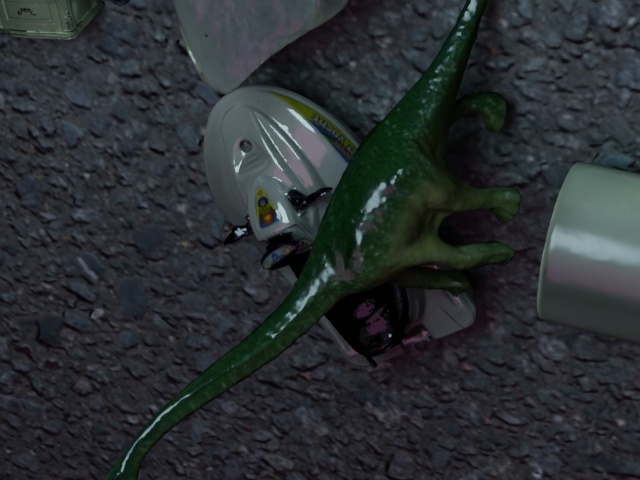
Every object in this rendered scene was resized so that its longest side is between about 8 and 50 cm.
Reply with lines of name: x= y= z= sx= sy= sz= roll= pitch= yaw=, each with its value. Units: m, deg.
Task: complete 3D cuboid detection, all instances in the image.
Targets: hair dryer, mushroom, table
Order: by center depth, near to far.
mushroom: x=-0.087 y=-0.277 z=1.350 sx=0.328 sy=0.159 sz=0.122 roll=59 pitch=171 yaw=-19
hair dryer: x=0.278 y=-0.080 z=1.360 sx=0.203 sy=0.128 sz=0.362 roll=13 pitch=122 yaw=17
table: x=-0.226 y=-0.212 z=1.514 sx=0.079 sy=0.062 sz=0.083 roll=6 pitch=127 yaw=20

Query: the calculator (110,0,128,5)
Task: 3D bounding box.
calculator: x=-0.212 y=-0.285 z=1.387 sx=0.262 sy=0.161 sz=0.021 roll=42 pitch=119 yaw=-11

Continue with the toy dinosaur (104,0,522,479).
toy dinosaur: x=0.000 y=-0.020 z=1.400 sx=0.301 sy=0.087 sz=0.447 roll=1 pitch=106 yaw=-25

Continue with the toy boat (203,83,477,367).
toy boat: x=0.004 y=0.000 z=1.529 sx=0.141 sy=0.140 sz=0.269 roll=-20 pitch=129 yaw=35
